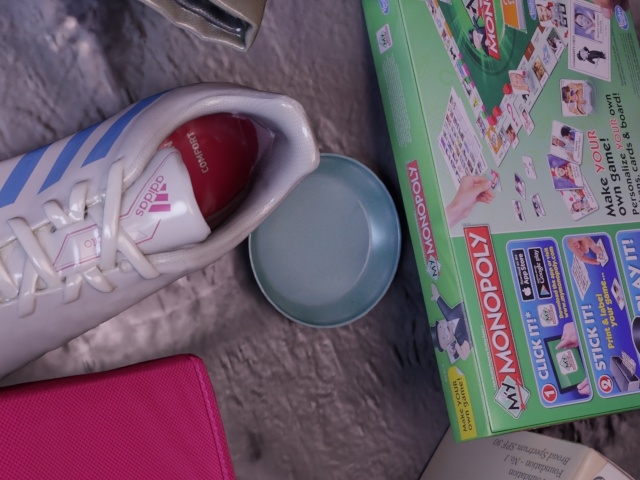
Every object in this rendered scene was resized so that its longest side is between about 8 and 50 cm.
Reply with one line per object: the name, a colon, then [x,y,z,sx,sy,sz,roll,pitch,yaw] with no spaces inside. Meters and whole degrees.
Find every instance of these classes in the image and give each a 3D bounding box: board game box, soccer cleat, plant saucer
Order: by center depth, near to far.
soccer cleat: [-0.146,-0.002,0.712,0.331,0.143,0.116,-34,107,-24]
plant saucer: [0.000,0.000,0.863,0.119,0.021,0.119,-1,91,-30]
board game box: [0.158,-0.032,0.888,0.213,0.046,0.317,-4,77,-29]

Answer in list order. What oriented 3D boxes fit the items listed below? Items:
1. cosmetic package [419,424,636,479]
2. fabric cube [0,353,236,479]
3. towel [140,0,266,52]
cosmetic package: [0.097,0.285,0.850,0.113,0.160,0.309,40,72,-23]
fabric cube: [-0.195,0.210,0.558,0.258,0.254,0.259,-5,78,-53]
towel: [-0.145,-0.283,0.688,0.312,0.056,0.324,32,45,-28]
